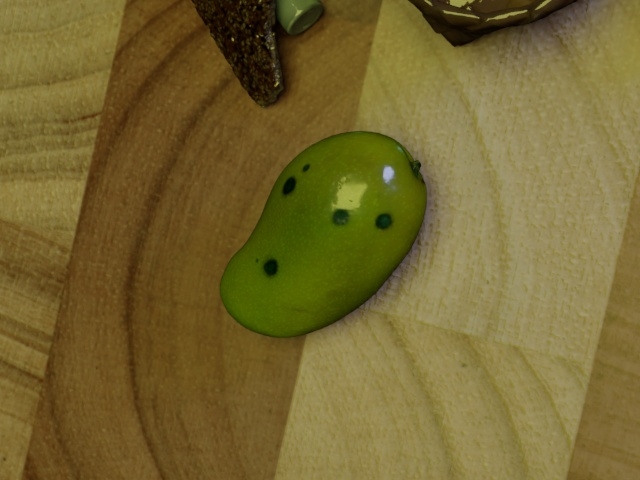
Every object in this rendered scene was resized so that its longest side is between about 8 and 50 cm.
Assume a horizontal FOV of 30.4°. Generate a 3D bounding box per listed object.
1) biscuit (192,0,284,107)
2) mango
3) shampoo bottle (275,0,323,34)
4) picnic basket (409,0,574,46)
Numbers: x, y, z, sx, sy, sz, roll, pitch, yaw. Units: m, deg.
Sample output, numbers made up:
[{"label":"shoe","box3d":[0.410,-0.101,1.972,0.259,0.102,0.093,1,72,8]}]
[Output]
[{"label":"biscuit","box3d":[-0.101,-0.285,1.410,0.237,0.026,0.131,60,142,11]},{"label":"mango","box3d":[0.000,0.000,1.349,0.293,0.143,0.175,-46,74,21]},{"label":"shampoo bottle","box3d":[-0.075,-0.336,1.425,0.056,0.056,0.195,-41,76,12]},{"label":"picnic basket","box3d":[0.165,-0.390,1.217,0.293,0.337,0.337,-22,82,16]}]
